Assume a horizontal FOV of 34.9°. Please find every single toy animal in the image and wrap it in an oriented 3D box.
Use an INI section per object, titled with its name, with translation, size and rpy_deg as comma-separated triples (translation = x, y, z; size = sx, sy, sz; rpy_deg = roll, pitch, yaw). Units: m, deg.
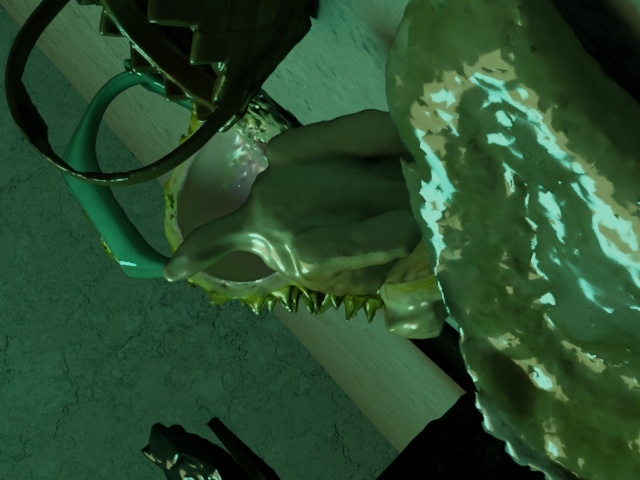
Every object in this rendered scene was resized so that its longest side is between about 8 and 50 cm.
[toy animal]
translation = 0.022, 0.006, 0.599
size = 0.185, 0.183, 0.104
rpy_deg = 49, -160, -68

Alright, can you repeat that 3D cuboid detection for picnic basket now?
[picnic basket]
translation = -0.094, -0.113, 0.567
size = 0.128, 0.178, 0.138
rpy_deg = 44, 171, 15

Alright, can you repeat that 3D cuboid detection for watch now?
[watch]
translation = -0.159, -0.072, 1.051
size = 0.237, 0.195, 0.068
rpy_deg = 56, 174, 3

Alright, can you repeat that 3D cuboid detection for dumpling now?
[dumpling]
translation = 0.144, 0.035, 0.415
size = 0.332, 0.086, 0.166
rpy_deg = 46, 139, 3

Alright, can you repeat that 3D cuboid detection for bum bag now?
[bum bag]
translation = -0.073, 0.293, 1.047
size = 0.326, 0.079, 0.142
rpy_deg = 55, 163, -21

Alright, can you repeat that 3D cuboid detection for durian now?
[durian]
translation = -0.004, -0.004, 0.939
size = 0.305, 0.185, 0.195
rpy_deg = 33, -171, 28

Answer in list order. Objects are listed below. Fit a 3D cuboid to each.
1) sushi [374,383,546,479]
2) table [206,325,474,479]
[sushi]
translation = 0.149, 0.260, 0.716
size = 0.281, 0.294, 0.299
rpy_deg = 38, 169, 31
[table]
translation = 0.080, 0.222, 1.031
size = 0.282, 0.250, 0.196
rpy_deg = 43, 173, 33
